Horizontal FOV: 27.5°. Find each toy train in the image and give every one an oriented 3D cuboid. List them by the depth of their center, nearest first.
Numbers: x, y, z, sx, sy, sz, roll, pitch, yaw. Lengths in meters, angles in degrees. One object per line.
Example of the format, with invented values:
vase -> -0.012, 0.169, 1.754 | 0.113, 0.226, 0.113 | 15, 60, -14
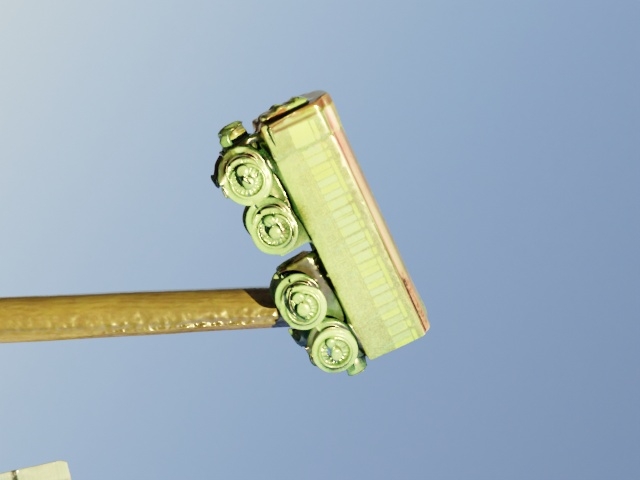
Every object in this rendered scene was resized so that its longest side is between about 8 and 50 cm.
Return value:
toy train -> 0.000, 0.000, 0.660 | 0.071, 0.148, 0.038 | -27, -163, -7

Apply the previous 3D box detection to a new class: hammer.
hammer -> -0.187, 0.042, 0.693 | 0.111, 0.365, 0.043 | -125, -148, -81

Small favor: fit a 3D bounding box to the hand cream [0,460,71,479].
hand cream -> -0.228, 0.323, 1.077 | 0.058, 0.091, 0.271 | 108, -31, -76
